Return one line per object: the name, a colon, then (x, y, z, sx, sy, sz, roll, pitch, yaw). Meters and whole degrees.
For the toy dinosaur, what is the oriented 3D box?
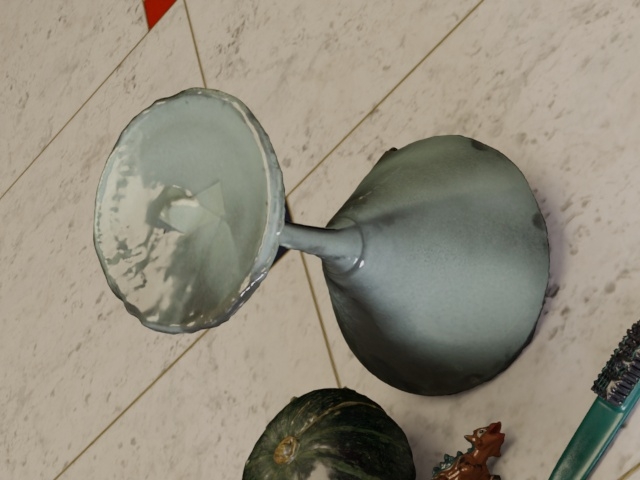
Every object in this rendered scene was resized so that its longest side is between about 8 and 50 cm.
toy dinosaur: (0.125, 0.234, 1.491, 0.154, 0.049, 0.055, -51, 37, 6)

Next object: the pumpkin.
pumpkin: (0.009, 0.237, 1.550, 0.190, 0.146, 0.190, -45, 20, 22)

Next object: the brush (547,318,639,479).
brush: (0.248, 0.153, 1.406, 0.193, 0.032, 0.043, -57, 34, 3)

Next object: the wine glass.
wine glass: (0.000, 0.000, 1.446, 0.267, 0.406, 0.267, -7, 78, 37)

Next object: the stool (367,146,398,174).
stool: (0.082, -0.037, 1.707, 0.096, 0.096, 0.110, 18, 77, 56)
